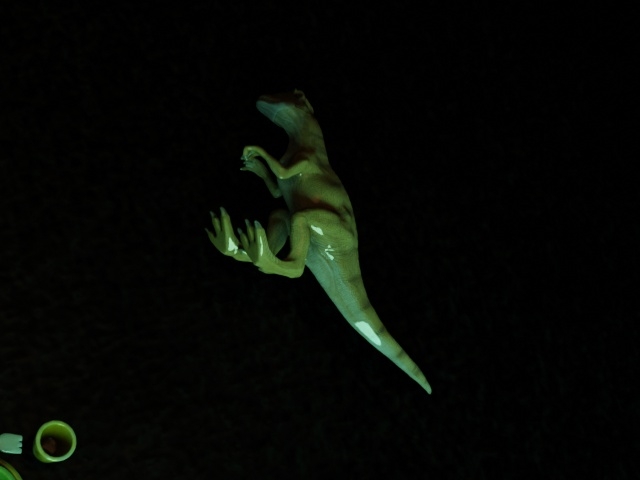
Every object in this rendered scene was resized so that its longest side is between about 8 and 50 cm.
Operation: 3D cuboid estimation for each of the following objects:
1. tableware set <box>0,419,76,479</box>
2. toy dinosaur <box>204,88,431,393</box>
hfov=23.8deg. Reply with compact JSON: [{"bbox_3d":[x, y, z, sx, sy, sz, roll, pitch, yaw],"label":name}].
[{"bbox_3d":[-0.151,0.171,0.798,0.104,0.024,0.154,7,68,-24],"label":"tableware set"},{"bbox_3d":[0.000,0.000,0.914,0.112,0.064,0.212,-13,78,-31],"label":"toy dinosaur"}]
